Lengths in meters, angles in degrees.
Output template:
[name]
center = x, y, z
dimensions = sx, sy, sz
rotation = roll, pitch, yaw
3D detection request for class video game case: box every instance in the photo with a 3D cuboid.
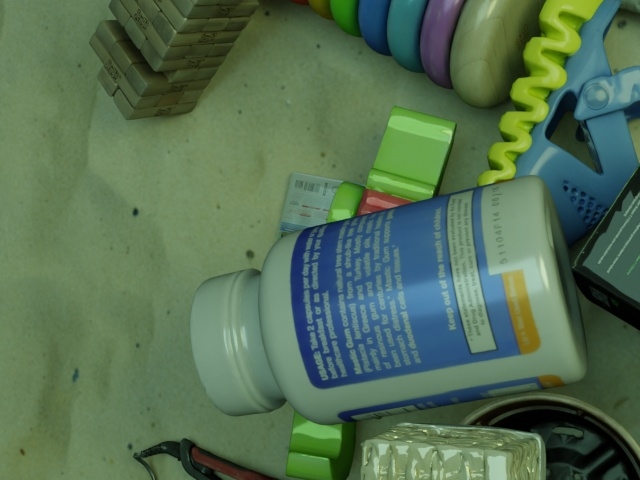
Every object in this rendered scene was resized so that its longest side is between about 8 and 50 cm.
[video game case]
center = 0.000, 0.000, 0.936
dimensions = 0.087, 0.011, 0.122
rotation = 12, 86, 20

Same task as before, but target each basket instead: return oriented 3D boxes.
[basket]
center = 0.086, 0.210, 0.649
dimensions = 0.113, 0.103, 0.167
rotation = 1, 83, 20

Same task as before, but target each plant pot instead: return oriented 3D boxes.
[plant pot]
center = 0.181, 0.201, 0.761
dimensions = 0.167, 0.165, 0.167
rotation = -3, 82, 19

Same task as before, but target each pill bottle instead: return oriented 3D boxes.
[pill bottle]
center = 0.047, 0.053, 0.724
dimensions = 0.272, 0.152, 0.152
rotation = -13, 78, 19

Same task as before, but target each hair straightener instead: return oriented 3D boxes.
[hair straightener]
center = -0.083, 0.254, 0.907
dimensions = 0.230, 0.047, 0.089
rotation = 18, 88, 21

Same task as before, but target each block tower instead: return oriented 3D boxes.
[block tower]
center = -0.099, -0.255, 0.882
dimensions = 0.091, 0.097, 0.335
rotation = 54, 129, 15

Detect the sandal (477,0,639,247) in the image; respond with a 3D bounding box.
[sandal]
center = 0.207, -0.056, 0.808
dimensions = 0.138, 0.126, 0.317
rotation = 21, 99, 12

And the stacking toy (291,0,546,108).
[stacking toy]
center = 0.043, -0.242, 0.907
dimensions = 0.330, 0.141, 0.141
rotation = 28, 92, 28

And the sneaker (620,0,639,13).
[sneaker]
center = 0.323, -0.198, 0.815
dimensions = 0.232, 0.090, 0.115
rotation = 5, 87, 21

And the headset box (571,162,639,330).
[headset box]
center = 0.340, 0.056, 0.686
dimensions = 0.283, 0.246, 0.131
rotation = 34, 93, 19

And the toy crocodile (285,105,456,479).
[toy crocodile]
center = 0.039, 0.046, 0.857
dimensions = 0.115, 0.105, 0.341
rotation = 21, 89, 10
